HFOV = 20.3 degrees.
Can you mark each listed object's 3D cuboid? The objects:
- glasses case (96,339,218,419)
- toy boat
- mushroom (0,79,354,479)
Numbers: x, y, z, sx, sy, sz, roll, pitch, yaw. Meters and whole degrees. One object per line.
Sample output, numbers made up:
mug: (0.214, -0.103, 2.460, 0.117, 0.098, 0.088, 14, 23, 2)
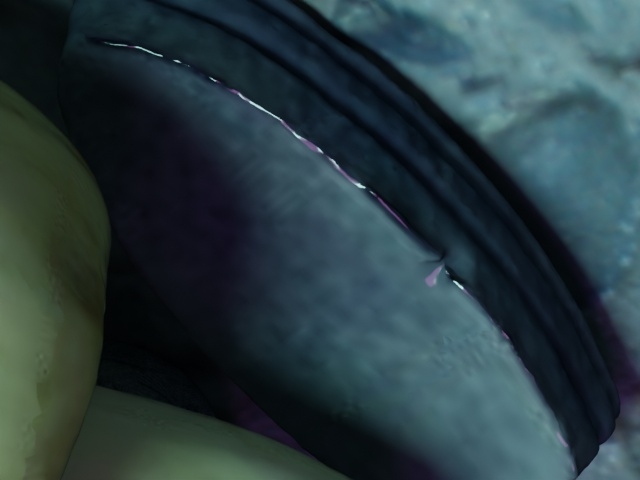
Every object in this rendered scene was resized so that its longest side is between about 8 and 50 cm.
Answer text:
glasses case: (-0.178, 0.106, 0.846, 0.282, 0.067, 0.109, -9, 125, 20)
toy boat: (0.000, 0.000, 0.708, 0.127, 0.078, 0.283, -33, 107, 36)
mushroom: (-0.167, 0.098, 0.615, 0.353, 0.353, 0.325, 0, 145, 17)
